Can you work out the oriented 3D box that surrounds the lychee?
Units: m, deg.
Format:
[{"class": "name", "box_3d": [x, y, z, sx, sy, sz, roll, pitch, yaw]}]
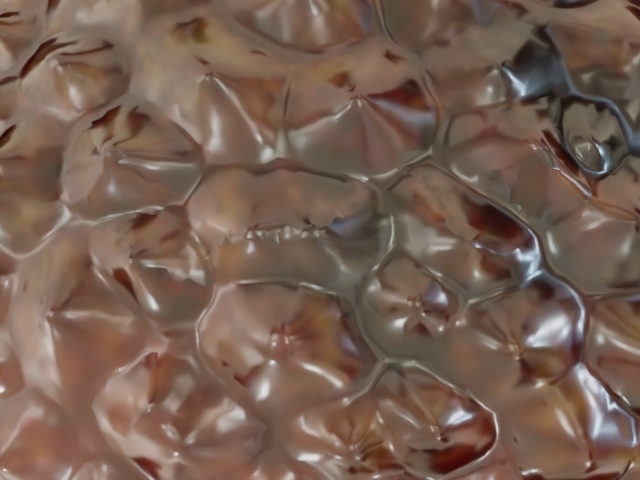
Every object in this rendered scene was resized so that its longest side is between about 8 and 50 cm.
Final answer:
[{"class": "lychee", "box_3d": [0.000, 0.000, 0.833, 0.500, 0.424, 0.424, 31, 155, 40]}]
